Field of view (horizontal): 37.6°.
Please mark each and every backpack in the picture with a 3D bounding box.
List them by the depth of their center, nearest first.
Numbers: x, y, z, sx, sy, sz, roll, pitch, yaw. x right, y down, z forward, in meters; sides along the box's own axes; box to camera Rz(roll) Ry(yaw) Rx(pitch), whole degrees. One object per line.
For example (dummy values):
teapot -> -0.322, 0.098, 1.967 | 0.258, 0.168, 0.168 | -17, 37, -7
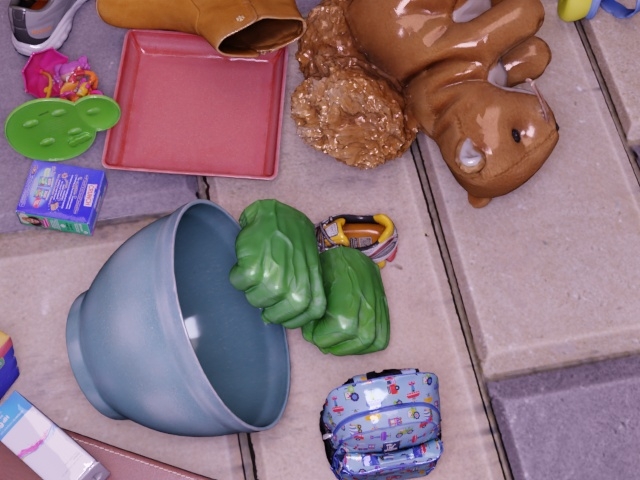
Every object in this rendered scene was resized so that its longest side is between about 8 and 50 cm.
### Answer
backpack -> 0.081, 0.228, 1.169 | 0.158, 0.173, 0.116 | -7, 64, -7

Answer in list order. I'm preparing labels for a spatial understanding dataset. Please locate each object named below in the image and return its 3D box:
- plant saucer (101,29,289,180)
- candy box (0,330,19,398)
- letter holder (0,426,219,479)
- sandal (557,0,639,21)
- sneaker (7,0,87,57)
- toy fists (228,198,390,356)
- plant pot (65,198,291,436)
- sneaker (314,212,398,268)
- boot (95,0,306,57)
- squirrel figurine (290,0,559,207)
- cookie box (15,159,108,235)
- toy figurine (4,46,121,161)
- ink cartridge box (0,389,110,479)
plant saucer -> -0.186, -0.202, 1.442 | 0.259, 0.047, 0.259 | 4, 64, -1
candy box -> -0.592, 0.171, 1.176 | 0.317, 0.122, 0.268 | 28, 56, 9
letter holder -> -0.287, 0.352, 1.102 | 0.302, 0.152, 0.214 | 17, 66, 6
sandal -> 0.498, -0.491, 1.592 | 0.138, 0.126, 0.317 | 16, 72, 1
sneaker -> -0.421, -0.423, 1.508 | 0.100, 0.108, 0.271 | 13, 62, 5
toy fists -> -0.009, 0.066, 1.219 | 0.096, 0.279, 0.142 | -31, 47, 25
plant pot -> -0.189, 0.117, 1.174 | 0.196, 0.293, 0.293 | -19, 63, 17
sneaker -> 0.000, 0.000, 1.324 | 0.225, 0.092, 0.088 | -11, 64, -8
boot -> -0.182, -0.338, 1.398 | 0.295, 0.104, 0.211 | -14, 43, -8
squirrel figurine -> 0.154, -0.219, 1.387 | 0.397, 0.281, 0.370 | -17, 75, 4
cookie box -> -0.374, -0.062, 1.364 | 0.107, 0.040, 0.091 | 10, 63, 2
toy figurine -> -0.386, -0.227, 1.403 | 0.173, 0.130, 0.159 | -20, 55, 9
ink cartridge box -> -0.296, 0.229, 1.025 | 0.122, 0.088, 0.052 | 35, 71, 13
